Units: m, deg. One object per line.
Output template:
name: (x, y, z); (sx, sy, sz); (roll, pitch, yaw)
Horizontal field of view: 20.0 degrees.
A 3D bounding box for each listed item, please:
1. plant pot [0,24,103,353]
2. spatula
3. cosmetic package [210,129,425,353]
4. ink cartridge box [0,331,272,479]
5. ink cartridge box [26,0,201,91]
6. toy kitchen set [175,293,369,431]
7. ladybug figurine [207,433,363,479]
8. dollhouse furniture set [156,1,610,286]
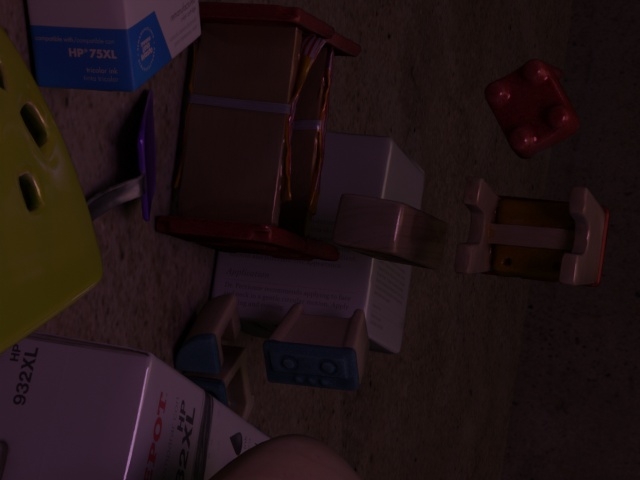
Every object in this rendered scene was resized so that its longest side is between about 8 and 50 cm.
plant pot: (-0.248, -0.041, 0.743); (0.227, 0.228, 0.207); (-38, 122, -65)
spatula: (-0.165, -0.020, 1.347); (0.296, 0.030, 0.084); (-58, 151, -57)
cosmetic package: (0.000, 0.000, 1.690); (0.151, 0.151, 0.184); (36, 62, -71)
ink cartridge box: (-0.149, 0.211, 1.302); (0.307, 0.129, 0.223); (50, 49, -67)
ink cartridge box: (-0.148, -0.233, 1.255); (0.134, 0.078, 0.231); (-54, 145, -59)
toy kitchen set: (-0.040, 0.168, 1.586); (0.122, 0.166, 0.207); (-64, 154, -49)
ladybug figurine: (-0.078, 0.341, 1.135); (0.449, 0.162, 0.305); (-60, 159, -6)
dollhouse furniture set: (0.063, -0.075, 1.503); (0.152, 0.374, 0.201); (19, 79, -68)
